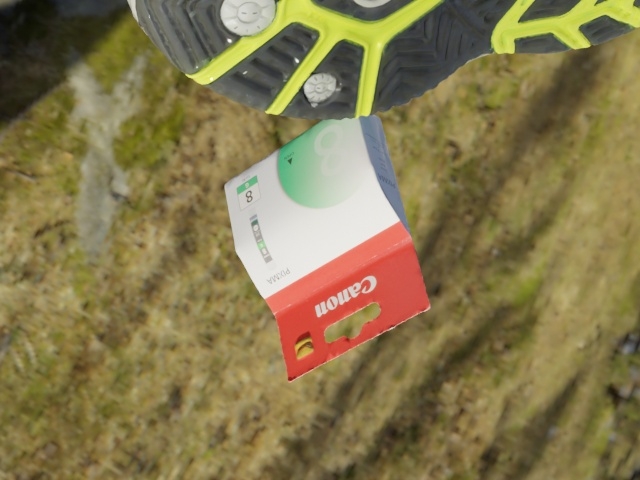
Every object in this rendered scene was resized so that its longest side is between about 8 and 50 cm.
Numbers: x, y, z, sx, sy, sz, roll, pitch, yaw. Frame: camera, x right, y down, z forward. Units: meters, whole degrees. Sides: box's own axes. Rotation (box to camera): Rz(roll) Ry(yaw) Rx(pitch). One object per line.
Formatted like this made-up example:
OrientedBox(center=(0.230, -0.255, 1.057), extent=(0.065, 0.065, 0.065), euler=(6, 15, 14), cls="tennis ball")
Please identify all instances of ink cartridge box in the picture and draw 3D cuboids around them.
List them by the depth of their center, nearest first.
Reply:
OrientedBox(center=(0.000, 0.000, 1.331), extent=(0.181, 0.224, 0.056), euler=(-31, 143, 28), cls="ink cartridge box")

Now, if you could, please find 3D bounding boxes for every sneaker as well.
OrientedBox(center=(0.051, -0.182, 0.864), extent=(0.385, 0.147, 0.145), euler=(-11, 136, -28), cls="sneaker")
